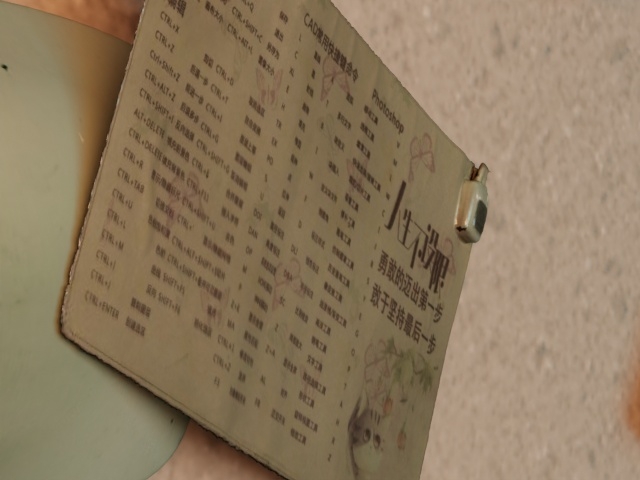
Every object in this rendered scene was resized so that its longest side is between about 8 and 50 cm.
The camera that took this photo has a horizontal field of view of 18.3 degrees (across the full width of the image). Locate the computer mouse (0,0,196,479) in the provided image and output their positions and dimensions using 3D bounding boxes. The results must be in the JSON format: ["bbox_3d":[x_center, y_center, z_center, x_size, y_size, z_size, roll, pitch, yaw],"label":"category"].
[{"bbox_3d":[-0.124,0.005,0.547,0.288,0.097,0.159,2,85,-45],"label":"computer mouse"}]

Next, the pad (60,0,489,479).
[{"bbox_3d":[-0.001,0.000,0.675,0.265,0.009,0.159,42,58,-57],"label":"pad"}]
